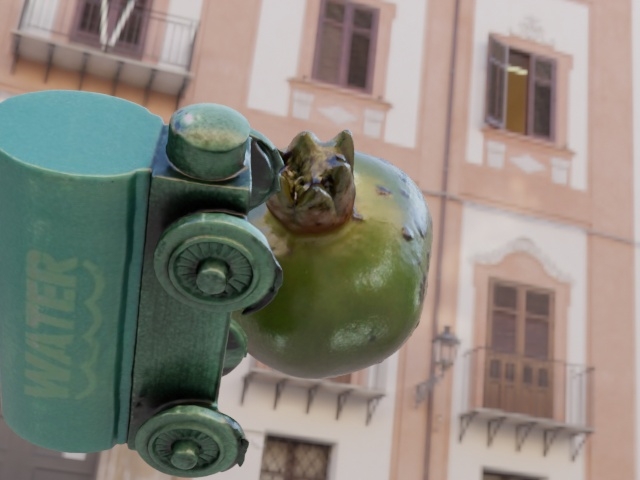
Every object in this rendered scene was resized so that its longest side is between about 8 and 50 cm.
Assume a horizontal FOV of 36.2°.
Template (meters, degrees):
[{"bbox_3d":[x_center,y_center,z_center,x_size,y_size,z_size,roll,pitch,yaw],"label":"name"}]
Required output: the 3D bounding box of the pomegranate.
[{"bbox_3d":[0.000,0.000,0.628,0.159,0.159,0.205,4,-27,6],"label":"pomegranate"}]

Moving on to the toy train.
[{"bbox_3d":[-0.104,0.031,0.512,0.159,0.101,0.248,9,-49,-4],"label":"toy train"}]
